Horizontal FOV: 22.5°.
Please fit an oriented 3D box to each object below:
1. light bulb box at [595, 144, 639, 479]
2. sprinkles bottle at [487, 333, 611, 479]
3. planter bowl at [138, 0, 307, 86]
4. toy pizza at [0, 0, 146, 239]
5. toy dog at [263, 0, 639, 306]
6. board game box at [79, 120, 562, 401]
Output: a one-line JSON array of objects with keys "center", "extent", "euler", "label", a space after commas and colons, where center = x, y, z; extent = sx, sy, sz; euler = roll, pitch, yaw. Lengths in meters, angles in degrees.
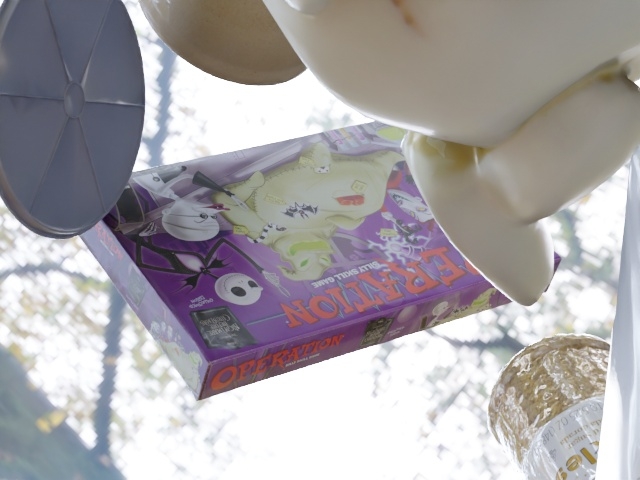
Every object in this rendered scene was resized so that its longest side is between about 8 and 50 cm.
[{"center": [0.264, 0.166, 0.388], "extent": [0.361, 0.358, 0.225], "euler": [-1, -46, 3], "label": "light bulb box"}, {"center": [0.219, 0.199, 1.084], "extent": [0.121, 0.355, 0.121], "euler": [-6, -62, -11], "label": "sprinkles bottle"}, {"center": [-0.050, -0.215, 1.248], "extent": [0.162, 0.162, 0.109], "euler": [-12, -25, -35], "label": "planter bowl"}, {"center": [-0.189, -0.101, 1.155], "extent": [0.201, 0.032, 0.201], "euler": [-19, -68, -62], "label": "toy pizza"}, {"center": [0.166, -0.216, 0.746], "extent": [0.408, 0.284, 0.395], "euler": [-32, -25, 12], "label": "toy dog"}, {"center": [0.000, 0.000, 1.281], "extent": [0.347, 0.208, 0.056], "euler": [-15, -37, -35], "label": "board game box"}]
